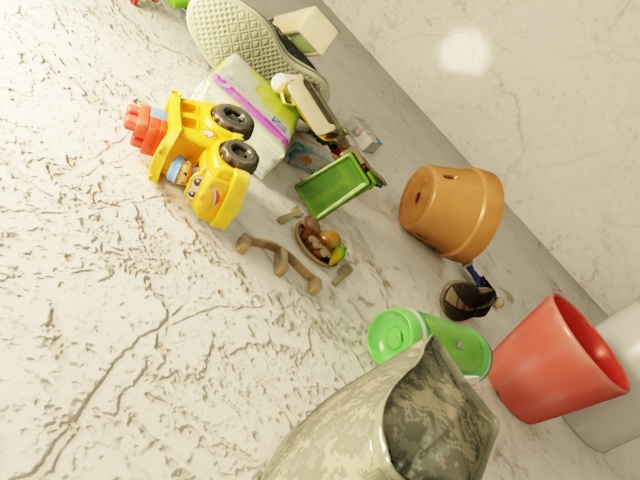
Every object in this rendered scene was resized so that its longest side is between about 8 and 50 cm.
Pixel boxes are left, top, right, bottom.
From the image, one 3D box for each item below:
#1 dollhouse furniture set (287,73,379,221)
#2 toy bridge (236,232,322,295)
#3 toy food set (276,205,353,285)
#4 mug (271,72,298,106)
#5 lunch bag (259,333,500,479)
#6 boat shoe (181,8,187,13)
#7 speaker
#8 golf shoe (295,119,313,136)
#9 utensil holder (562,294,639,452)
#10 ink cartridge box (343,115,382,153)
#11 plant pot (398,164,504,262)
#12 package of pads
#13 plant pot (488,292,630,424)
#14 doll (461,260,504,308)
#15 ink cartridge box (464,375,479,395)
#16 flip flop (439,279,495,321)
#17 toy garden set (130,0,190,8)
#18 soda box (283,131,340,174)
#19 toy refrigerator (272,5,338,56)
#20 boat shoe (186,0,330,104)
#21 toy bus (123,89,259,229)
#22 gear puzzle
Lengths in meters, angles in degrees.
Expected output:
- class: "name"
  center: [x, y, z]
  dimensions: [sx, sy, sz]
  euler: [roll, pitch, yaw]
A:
- class: "dollhouse furniture set"
  center: [-0.010, -0.219, 1.283]
  dimensions: [0.302, 0.151, 0.197]
  euler: [58, 14, -1]
- class: "toy bridge"
  center: [-0.072, 0.038, 0.997]
  dimensions: [0.188, 0.026, 0.063]
  euler: [33, 28, -28]
- class: "toy food set"
  center: [0.000, 0.000, 1.146]
  dimensions: [0.192, 0.038, 0.132]
  euler: [48, 26, 2]
- class: "mug"
  center: [-0.080, -0.367, 1.298]
  dimensions: [0.064, 0.062, 0.078]
  euler: [2, 44, -49]
- class: "lunch bag"
  center: [0.054, 0.262, 0.626]
  dimensions: [0.169, 0.235, 0.287]
  euler: [54, 26, 9]
- class: "boat shoe"
  center: [-0.318, -0.645, 1.501]
  dimensions: [0.320, 0.118, 0.103]
  euler: [40, 34, -5]
- class: "speaker"
  center: [0.226, 0.217, 1.085]
  dimensions: [0.296, 0.131, 0.131]
  euler: [22, 35, -42]
- class: "golf shoe"
  center: [-0.030, -0.348, 1.545]
  dimensions: [0.176, 0.086, 0.069]
  euler: [-2, 55, -56]
- class: "utensil holder"
  center: [0.887, 0.382, 1.566]
  dimensions: [0.327, 0.385, 0.328]
  euler: [36, 28, -23]
- class: "ink cartridge box"
  center: [0.147, -0.367, 1.881]
  dimensions: [0.123, 0.052, 0.088]
  euler: [57, 27, 16]
- class: "plant pot"
  center: [0.369, -0.097, 1.616]
  dimensions: [0.203, 0.291, 0.291]
  euler: [17, 35, -18]
- class: "package of pads"
  center: [-0.171, -0.292, 1.232]
  dimensions: [0.229, 0.101, 0.297]
  euler: [41, 25, -17]
- class: "plant pot"
  center: [0.561, 0.308, 1.334]
  dimensions: [0.275, 0.243, 0.275]
  euler: [36, 27, -23]
- class: "doll"
  center: [0.521, 0.143, 1.735]
  dimensions: [0.189, 0.046, 0.129]
  euler: [52, 16, -5]
- class: "ink cartridge box"
  center: [0.223, 0.293, 0.932]
  dimensions: [0.115, 0.067, 0.198]
  euler: [12, 74, -49]
- class: "flip flop"
  center: [0.389, 0.152, 1.471]
  dimensions: [0.080, 0.112, 0.277]
  euler: [33, 16, 37]
- class: "toy garden set"
  center: [-0.423, -0.683, 1.373]
  dimensions: [0.203, 0.049, 0.244]
  euler: [-24, 67, -36]
- class: "soda box"
  center: [-0.020, -0.210, 1.393]
  dimensions: [0.183, 0.058, 0.063]
  euler: [21, 36, -41]
- class: "toy refrigerator"
  center: [-0.073, -0.599, 1.591]
  dimensions: [0.102, 0.094, 0.269]
  euler: [38, -7, -33]
- class: "boat shoe"
  center: [-0.165, -0.496, 1.451]
  dimensions: [0.500, 0.187, 0.156]
  euler: [22, 30, -50]
- class: "toy bus"
  center: [-0.226, -0.148, 0.911]
  dimensions: [0.211, 0.149, 0.220]
  euler: [14, 42, -29]
- class: "gear puzzle"
  center: [0.040, -0.253, 1.479]
  dimensions: [0.339, 0.044, 0.175]
  euler: [41, -2, -32]
